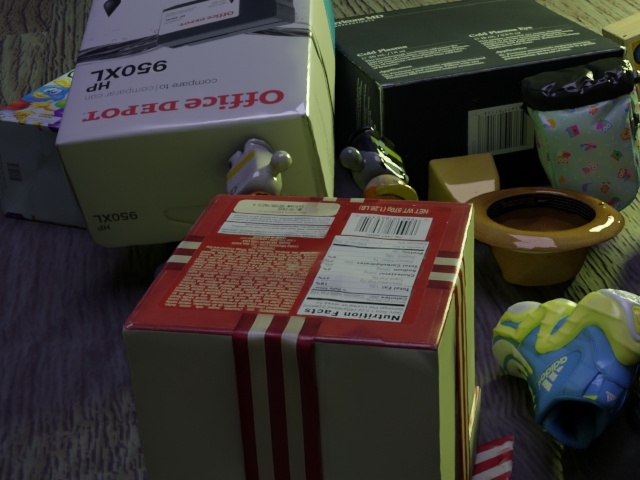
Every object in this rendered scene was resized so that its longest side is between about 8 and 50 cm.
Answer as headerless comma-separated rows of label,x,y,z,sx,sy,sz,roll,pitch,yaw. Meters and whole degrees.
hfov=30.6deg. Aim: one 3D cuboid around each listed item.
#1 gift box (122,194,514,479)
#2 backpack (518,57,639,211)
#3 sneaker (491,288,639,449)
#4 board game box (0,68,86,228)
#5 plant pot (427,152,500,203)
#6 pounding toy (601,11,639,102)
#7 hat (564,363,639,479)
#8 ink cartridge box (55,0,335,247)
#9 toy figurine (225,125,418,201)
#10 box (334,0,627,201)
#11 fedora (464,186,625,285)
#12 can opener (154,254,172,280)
gift box,0.016,0.118,0.914,0.255,0.258,0.276,5,27,17
backpack,0.327,-0.119,1.436,0.152,0.182,0.115,-9,21,17
sneaker,0.203,0.119,1.034,0.091,0.240,0.126,28,70,-6
board game box,-0.309,-0.145,1.615,0.142,0.144,0.275,9,30,23
plant pot,0.181,-0.048,1.428,0.081,0.081,0.083,-8,37,-8
pounding toy,0.525,-0.274,1.796,0.130,0.141,0.100,-23,29,-6
hat,0.353,0.116,0.951,0.134,0.331,0.331,37,29,-6
ink cartridge box,-0.133,-0.194,1.410,0.285,0.166,0.395,-6,44,7
toy figurine,0.000,0.000,1.212,0.213,0.209,0.148,-4,37,-5
box,0.192,-0.204,1.624,0.343,0.179,0.312,-10,28,-13
fedora,0.247,0.000,1.320,0.194,0.079,0.194,0,21,0
can opener,-0.102,-0.026,1.402,0.076,0.095,0.283,9,29,25
